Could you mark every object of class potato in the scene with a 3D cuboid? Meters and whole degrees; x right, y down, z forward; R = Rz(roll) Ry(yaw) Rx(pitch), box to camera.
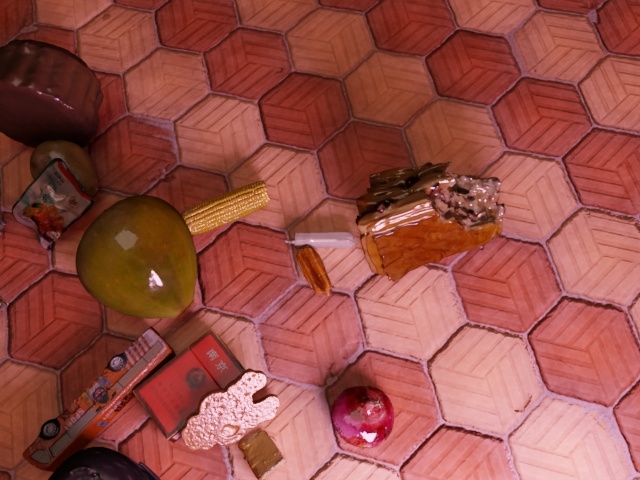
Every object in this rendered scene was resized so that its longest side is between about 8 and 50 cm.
[{"bbox_3d":[-0.689,-0.185,1.920,0.194,0.157,0.157,34,73,21],"label":"potato"}]

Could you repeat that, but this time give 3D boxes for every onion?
[{"bbox_3d":[0.105,0.391,1.597,0.150,0.140,0.150,5,64,-11],"label":"onion"}]

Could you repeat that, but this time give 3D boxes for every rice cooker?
[{"bbox_3d":[-0.467,0.582,1.514,0.267,0.224,0.267,-1,66,2],"label":"rice cooker"}]

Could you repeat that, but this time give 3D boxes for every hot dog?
[{"bbox_3d":[-0.014,0.080,1.804,0.062,0.038,0.144,-25,68,-9],"label":"hot dog"}]

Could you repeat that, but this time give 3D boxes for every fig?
[{"bbox_3d":[-0.434,0.056,1.730,0.316,0.316,0.316,-2,66,4],"label":"fig"}]

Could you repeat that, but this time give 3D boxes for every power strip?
[{"bbox_3d":[0.000,0.000,1.833,0.191,0.047,0.030,0,61,4],"label":"power strip"}]

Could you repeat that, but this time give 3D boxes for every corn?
[{"bbox_3d":[-0.250,-0.086,1.875,0.248,0.081,0.081,-22,66,-6],"label":"corn"}]

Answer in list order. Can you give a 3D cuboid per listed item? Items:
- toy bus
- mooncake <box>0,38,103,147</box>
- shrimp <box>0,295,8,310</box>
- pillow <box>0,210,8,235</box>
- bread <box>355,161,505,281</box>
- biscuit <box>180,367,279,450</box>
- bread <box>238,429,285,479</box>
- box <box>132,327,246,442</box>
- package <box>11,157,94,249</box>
[{"bbox_3d":[-0.525,0.381,1.683,0.092,0.093,0.409,40,76,18],"label":"toy bus"},{"bbox_3d":[-0.764,-0.397,1.936,0.323,0.324,0.187,5,63,7],"label":"mooncake"},{"bbox_3d":[-0.968,0.205,1.813,0.287,0.068,0.185,-43,67,-12],"label":"shrimp"},{"bbox_3d":[-0.915,0.003,1.908,0.093,0.051,0.241,10,65,9],"label":"pillow"},{"bbox_3d":[0.260,-0.076,1.713,0.370,0.314,0.192,-21,57,0],"label":"bread"},{"bbox_3d":[-0.213,0.404,1.638,0.236,0.040,0.144,-30,101,-8],"label":"biscuit"},{"bbox_3d":[-0.135,0.483,1.608,0.084,0.080,0.109,-34,69,-12],"label":"bread"},{"bbox_3d":[-0.307,0.347,1.690,0.239,0.074,0.153,-38,66,-13],"label":"box"},{"bbox_3d":[-0.719,-0.090,1.867,0.232,0.040,0.166,-39,89,22],"label":"package"}]
